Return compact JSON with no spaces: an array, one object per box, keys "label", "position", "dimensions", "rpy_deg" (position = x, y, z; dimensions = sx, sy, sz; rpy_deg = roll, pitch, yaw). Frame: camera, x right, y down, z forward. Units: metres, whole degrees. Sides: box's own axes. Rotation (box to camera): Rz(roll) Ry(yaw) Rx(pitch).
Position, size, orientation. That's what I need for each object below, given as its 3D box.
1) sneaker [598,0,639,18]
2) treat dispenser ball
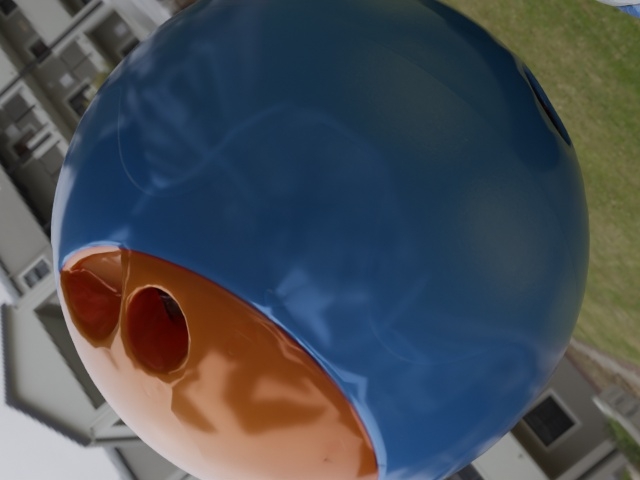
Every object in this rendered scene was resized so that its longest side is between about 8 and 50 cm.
[{"label":"sneaker","position":[0.200,-0.183,0.486],"dimensions":[0.147,0.130,0.330],"rpy_deg":[-1,-152,-26]},{"label":"treat dispenser ball","position":[0.000,0.000,0.451],"dimensions":[0.288,0.288,0.288],"rpy_deg":[49,-175,-6]}]
